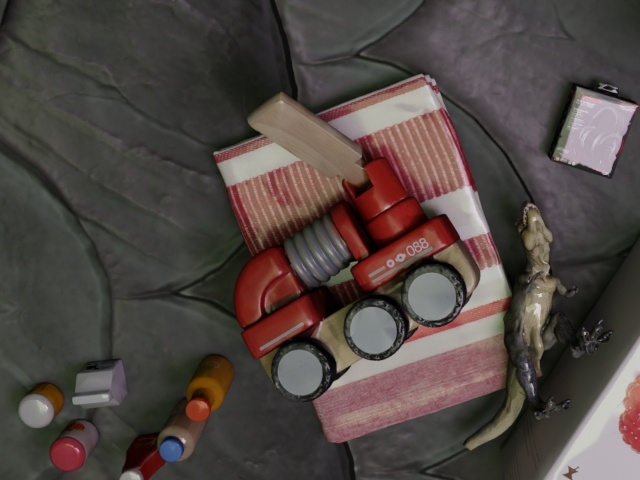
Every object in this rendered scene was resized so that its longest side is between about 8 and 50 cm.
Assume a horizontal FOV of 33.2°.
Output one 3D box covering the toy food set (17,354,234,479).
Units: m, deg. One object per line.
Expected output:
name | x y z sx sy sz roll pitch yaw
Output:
toy food set | -0.206 0.192 1.108 0.232 0.104 0.111 -6 103 7

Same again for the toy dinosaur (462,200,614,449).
toy dinosaur | 0.203 0.102 1.008 0.064 0.118 0.268 3 108 -26

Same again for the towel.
towel | 0.058 0.024 1.077 0.237 0.037 0.329 -20 101 11

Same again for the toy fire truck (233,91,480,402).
toy fire truck | 0.000 0.000 0.995 0.217 0.158 0.246 -31 86 14

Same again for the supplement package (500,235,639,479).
supplement package | 0.321 0.160 1.011 0.177 0.175 0.293 29 105 -1

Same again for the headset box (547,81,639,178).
headset box | 0.261 -0.109 1.024 0.062 0.032 0.083 18 107 1
